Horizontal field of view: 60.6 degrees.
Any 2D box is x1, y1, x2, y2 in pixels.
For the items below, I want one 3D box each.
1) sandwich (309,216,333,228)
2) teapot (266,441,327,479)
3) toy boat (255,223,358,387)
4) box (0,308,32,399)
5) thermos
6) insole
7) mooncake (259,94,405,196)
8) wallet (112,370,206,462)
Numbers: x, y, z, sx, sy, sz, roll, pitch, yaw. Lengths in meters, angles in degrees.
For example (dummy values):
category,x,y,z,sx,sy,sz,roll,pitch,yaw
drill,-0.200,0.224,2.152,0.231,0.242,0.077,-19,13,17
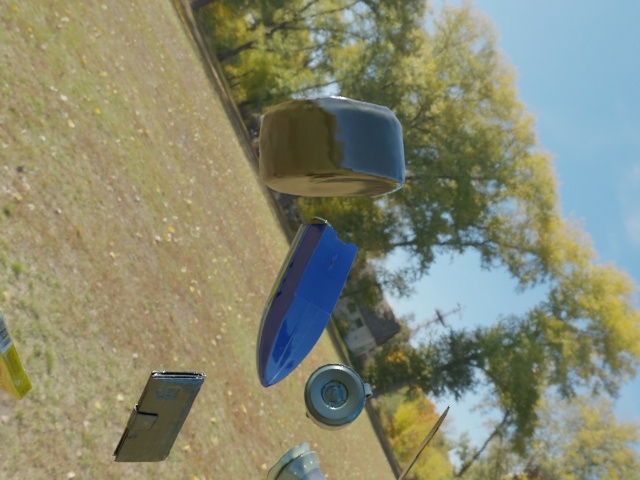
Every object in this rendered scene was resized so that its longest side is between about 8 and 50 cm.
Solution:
category,x,y,z,sx,sy,sz,roll,pitch,yaw
sandwich,0.001,-0.002,1.184,0.029,0.067,0.135,45,25,-54
teapot,0.018,0.498,0.997,0.251,0.183,0.183,38,-16,32
toy boat,-0.041,0.120,0.974,0.129,0.295,0.088,35,-20,-33
box,-0.613,0.180,0.979,0.153,0.043,0.269,25,-44,10
thermos,0.045,0.398,1.381,0.286,0.182,0.144,89,-18,-68
insole,0.147,0.304,0.799,0.004,0.064,0.188,31,-54,15
mooncake,0.022,-0.173,1.048,0.284,0.285,0.155,90,3,-88
wallet,-0.458,0.505,1.559,0.169,0.316,0.044,14,21,-38
